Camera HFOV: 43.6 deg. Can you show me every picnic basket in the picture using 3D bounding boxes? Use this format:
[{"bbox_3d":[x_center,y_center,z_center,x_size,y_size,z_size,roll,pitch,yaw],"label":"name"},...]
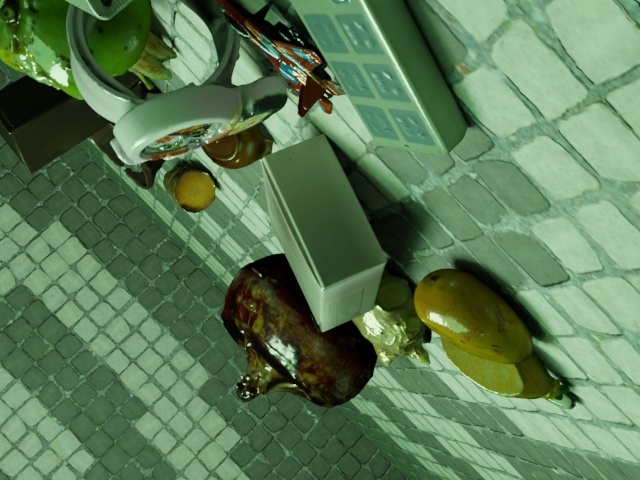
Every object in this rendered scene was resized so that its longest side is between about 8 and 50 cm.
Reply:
[{"bbox_3d":[-0.387,-0.240,1.626,0.222,0.129,0.297,43,166,6],"label":"picnic basket"}]

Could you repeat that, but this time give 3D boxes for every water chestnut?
[{"bbox_3d":[-0.060,0.190,1.568,0.350,0.302,0.350,38,167,10],"label":"water chestnut"}]

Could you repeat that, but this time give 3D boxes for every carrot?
[{"bbox_3d":[-0.317,-0.126,1.831,0.102,0.102,0.263,51,168,-23],"label":"carrot"}]

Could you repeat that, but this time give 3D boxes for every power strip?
[{"bbox_3d":[0.044,-0.187,0.747,0.118,0.046,0.270,25,155,54],"label":"power strip"}]

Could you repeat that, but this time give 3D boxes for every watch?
[{"bbox_3d":[-0.181,-0.228,0.995,0.231,0.244,0.196,66,163,4],"label":"watch"}]

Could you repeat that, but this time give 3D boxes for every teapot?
[{"bbox_3d":[-0.134,-0.163,1.266,0.129,0.078,0.098,22,116,27],"label":"teapot"}]

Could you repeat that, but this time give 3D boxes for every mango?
[{"bbox_3d":[0.196,0.100,1.036,0.165,0.089,0.115,34,164,29],"label":"mango"}]

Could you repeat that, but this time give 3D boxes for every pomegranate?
[{"bbox_3d":[-0.331,-0.316,1.165,0.236,0.236,0.302,37,-163,29],"label":"pomegranate"}]

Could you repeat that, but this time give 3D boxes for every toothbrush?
[{"bbox_3d":[0.262,0.180,1.203,0.294,0.026,0.028,29,174,46],"label":"toothbrush"}]

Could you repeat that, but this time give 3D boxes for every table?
[{"bbox_3d":[-0.488,-0.316,1.371,0.282,0.250,0.196,52,163,5],"label":"table"}]

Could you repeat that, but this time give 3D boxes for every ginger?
[{"bbox_3d":[0.103,0.119,1.298,0.216,0.102,0.157,51,153,18],"label":"ginger"}]

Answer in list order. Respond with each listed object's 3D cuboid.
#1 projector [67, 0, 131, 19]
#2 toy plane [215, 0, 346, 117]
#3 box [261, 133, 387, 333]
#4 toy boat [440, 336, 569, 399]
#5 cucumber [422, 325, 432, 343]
[{"bbox_3d":[-0.248,-0.357,0.823,0.242,0.177,0.163,32,159,38],"label":"projector"},{"bbox_3d":[-0.047,-0.218,0.888,0.189,0.061,0.130,50,166,-3],"label":"toy plane"},{"bbox_3d":[0.000,0.000,1.146,0.252,0.106,0.203,88,159,-71],"label":"box"},{"bbox_3d":[0.240,0.159,1.131,0.229,0.089,0.088,34,-159,36],"label":"toy boat"},{"bbox_3d":[0.151,0.144,1.372,0.105,0.048,0.048,27,157,43],"label":"cucumber"}]
